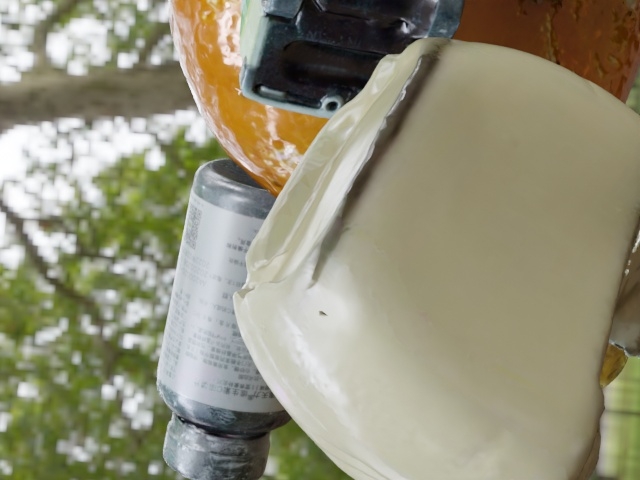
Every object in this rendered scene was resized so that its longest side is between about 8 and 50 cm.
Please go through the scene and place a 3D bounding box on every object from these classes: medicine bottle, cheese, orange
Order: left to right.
[{"bbox_3d":[-0.075,0.079,1.662,0.141,0.141,0.293,-51,-25,-74],"label":"medicine bottle"},{"bbox_3d":[0.085,-0.201,1.449,0.424,0.326,0.424,-2,-87,-38],"label":"orange"},{"bbox_3d":[0.089,0.023,0.938,0.266,0.233,0.127,-64,9,-32],"label":"cheese"}]

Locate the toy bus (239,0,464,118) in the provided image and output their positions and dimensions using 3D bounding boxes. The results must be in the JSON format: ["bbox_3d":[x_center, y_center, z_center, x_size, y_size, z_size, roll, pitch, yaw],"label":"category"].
[{"bbox_3d":[0.033,-0.228,1.136,0.165,0.133,0.276,-101,24,-55],"label":"toy bus"}]

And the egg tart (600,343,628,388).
[{"bbox_3d":[0.183,0.078,1.250,0.105,0.105,0.039,86,159,-44],"label":"egg tart"}]
